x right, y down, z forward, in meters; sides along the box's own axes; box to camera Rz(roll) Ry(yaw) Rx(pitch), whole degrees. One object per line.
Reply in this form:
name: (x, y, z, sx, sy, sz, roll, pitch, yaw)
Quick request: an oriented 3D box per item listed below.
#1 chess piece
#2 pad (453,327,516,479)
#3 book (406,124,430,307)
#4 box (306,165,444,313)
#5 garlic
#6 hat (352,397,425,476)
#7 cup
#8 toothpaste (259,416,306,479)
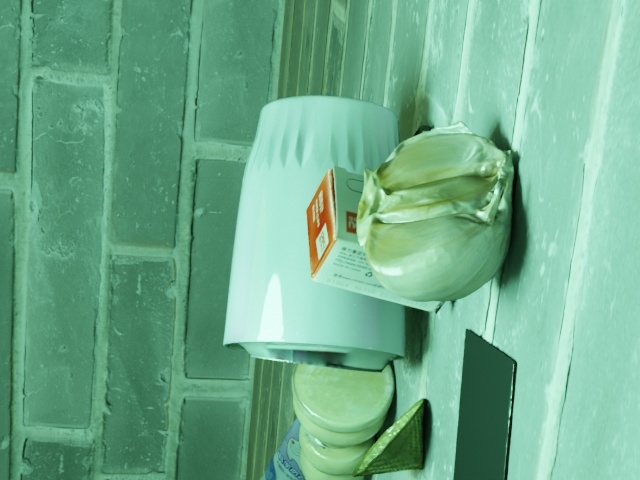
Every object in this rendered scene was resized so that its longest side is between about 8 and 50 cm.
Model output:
chess piece: (0.032, 0.307, 2.006, 0.300, 0.167, 0.167, 92, 175, -49)
pad: (0.182, 0.264, 1.420, 0.202, 0.005, 0.300, -145, 58, -80)
book: (0.135, -0.031, 1.774, 0.160, 0.024, 0.228, 120, 152, -71)
box: (0.082, -0.003, 1.568, 0.133, 0.182, 0.099, -91, 23, -43)
garlic: (0.142, -0.013, 1.384, 0.143, 0.178, 0.229, 62, -149, -34)
hat: (0.115, 0.290, 1.695, 0.146, 0.067, 0.146, -46, -3, -3)
cup: (0.000, 0.000, 1.751, 0.253, 0.253, 0.372, 131, 144, -76)
toothpaste: (-0.028, 0.392, 2.287, 0.080, 0.125, 0.371, -44, -7, -36)
